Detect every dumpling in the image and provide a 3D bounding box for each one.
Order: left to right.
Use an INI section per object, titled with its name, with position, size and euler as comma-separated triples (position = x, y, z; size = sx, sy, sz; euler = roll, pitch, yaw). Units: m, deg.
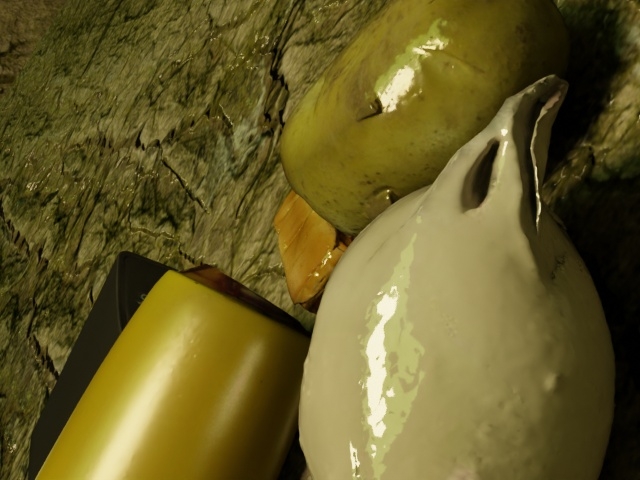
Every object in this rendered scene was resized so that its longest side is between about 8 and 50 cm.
[dumpling]
position = 0.073, 0.092, 0.900
size = 0.260, 0.181, 0.341
euler = 129, 131, -81

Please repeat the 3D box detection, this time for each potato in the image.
[potato]
position = 0.076, -0.096, 1.075
size = 0.228, 0.148, 0.197
euler = -46, -5, 17

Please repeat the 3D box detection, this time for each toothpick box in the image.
[toothpick box]
position = -0.112, 0.159, 1.199
size = 0.271, 0.175, 0.175
euler = -63, 23, -4

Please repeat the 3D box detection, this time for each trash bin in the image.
[trash bin]
position = -0.188, 0.153, 1.441
size = 0.225, 0.115, 0.165
euler = -57, 24, 23

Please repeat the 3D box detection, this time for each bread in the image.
[bread]
position = 0.000, 0.000, 1.264
size = 0.074, 0.053, 0.132
euler = -52, 28, 28
